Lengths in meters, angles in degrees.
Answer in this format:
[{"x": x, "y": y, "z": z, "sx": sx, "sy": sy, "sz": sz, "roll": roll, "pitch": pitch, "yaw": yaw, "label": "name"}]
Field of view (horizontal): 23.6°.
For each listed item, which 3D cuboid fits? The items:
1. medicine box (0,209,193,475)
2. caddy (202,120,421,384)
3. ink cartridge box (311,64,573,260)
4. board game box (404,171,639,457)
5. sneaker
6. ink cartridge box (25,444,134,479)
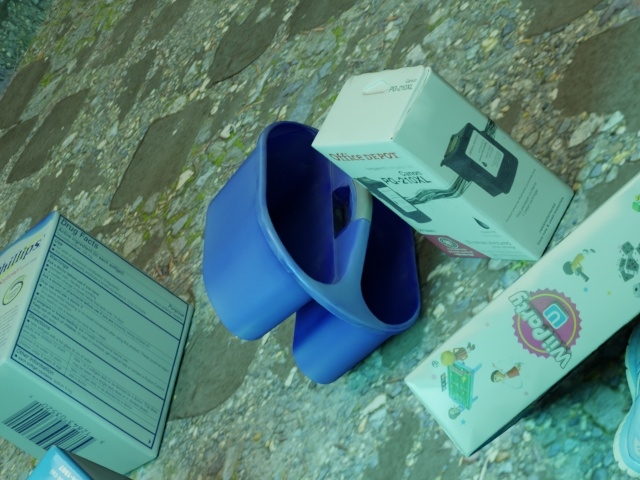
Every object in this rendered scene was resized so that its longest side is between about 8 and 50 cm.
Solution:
[{"x": -0.345, "y": 0.155, "z": 2.155, "sx": 0.149, "sy": 0.263, "sz": 0.289, "roll": -32, "pitch": 32, "yaw": 35, "label": "medicine box"}, {"x": 0.000, "y": 0.000, "z": 1.818, "sx": 0.179, "sy": 0.241, "sz": 0.341, "roll": -44, "pitch": 27, "yaw": 27, "label": "caddy"}, {"x": 0.133, "y": -0.081, "z": 1.698, "sx": 0.172, "sy": 0.237, "sz": 0.100, "roll": 1, "pitch": 58, "yaw": 59, "label": "ink cartridge box"}, {"x": 0.240, "y": 0.051, "z": 1.399, "sx": 0.303, "sy": 0.097, "sz": 0.224, "roll": -43, "pitch": -11, "yaw": 17, "label": "board game box"}, {"x": 0.305, "y": 0.127, "z": 1.338, "sx": 0.073, "sy": 0.063, "sz": 0.162, "roll": 120, "pitch": 164, "yaw": -63, "label": "sneaker"}, {"x": -0.284, "y": 0.471, "z": 1.653, "sx": 0.285, "sy": 0.166, "sz": 0.395, "roll": 36, "pitch": 88, "yaw": 35, "label": "ink cartridge box"}]
